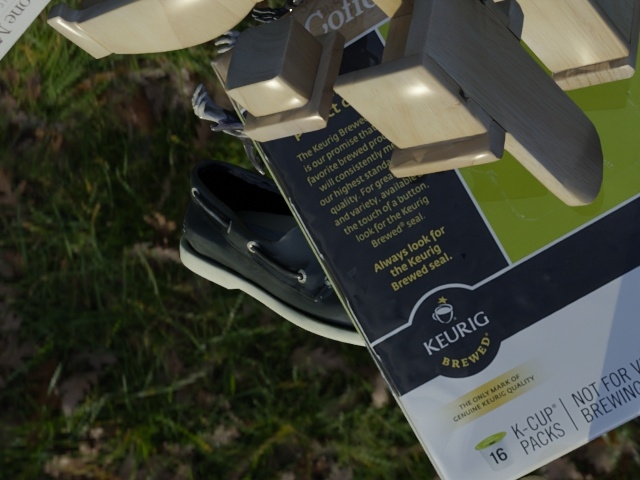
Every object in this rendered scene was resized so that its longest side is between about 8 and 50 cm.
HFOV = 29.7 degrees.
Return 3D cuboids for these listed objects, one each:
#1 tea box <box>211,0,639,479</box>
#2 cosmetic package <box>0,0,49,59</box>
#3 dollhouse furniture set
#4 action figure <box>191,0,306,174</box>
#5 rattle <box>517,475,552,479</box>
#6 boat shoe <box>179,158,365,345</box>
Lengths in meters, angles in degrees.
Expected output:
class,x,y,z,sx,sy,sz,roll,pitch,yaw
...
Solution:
class,x,y,z,sx,sy,sz,roll,pitch,yaw
tea box,0.165,-0.056,0.799,0.329,0.220,0.323,-30,84,12
cosmetic package,-0.503,-0.375,1.295,0.230,0.161,0.453,-46,139,13
dollhouse furniture set,-0.017,-0.136,0.684,0.356,0.303,0.174,-9,148,38
action figure,-0.084,-0.206,1.546,0.141,0.164,0.275,16,136,-9
rattle,0.121,0.184,0.775,0.143,0.200,0.130,23,101,-34
boat shoe,0.003,-0.001,1.076,0.127,0.340,0.113,-22,120,-39
